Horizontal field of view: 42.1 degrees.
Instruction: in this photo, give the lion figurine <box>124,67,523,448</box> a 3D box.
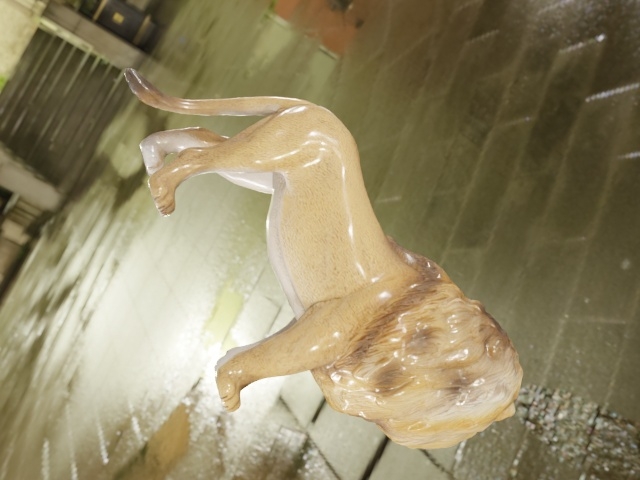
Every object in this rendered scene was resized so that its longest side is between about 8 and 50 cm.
[{"bbox_3d":[0.000,0.000,0.697,0.240,0.392,0.142,-20,-7,-8],"label":"lion figurine"}]
